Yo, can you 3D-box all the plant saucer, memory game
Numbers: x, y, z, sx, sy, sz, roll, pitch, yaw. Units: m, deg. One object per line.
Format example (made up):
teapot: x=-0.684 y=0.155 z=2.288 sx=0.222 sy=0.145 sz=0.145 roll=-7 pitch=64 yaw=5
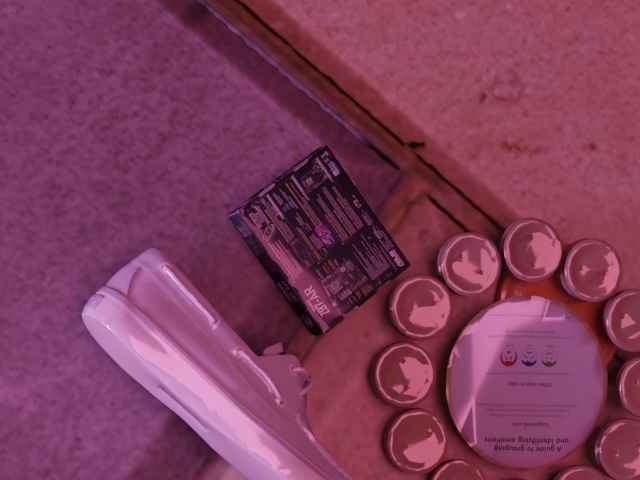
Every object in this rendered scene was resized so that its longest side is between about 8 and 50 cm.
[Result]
plant saucer: x=0.141 y=0.043 z=0.905 sx=0.083 sy=0.013 sz=0.083 roll=3 pitch=81 yaw=-22
memory game: x=0.116 y=0.079 z=0.878 sx=0.186 sy=0.012 sz=0.186 roll=0 pitch=88 yaw=-17

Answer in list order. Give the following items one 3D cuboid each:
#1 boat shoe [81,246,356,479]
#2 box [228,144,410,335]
boat shoe: x=-0.039 y=0.078 z=0.808 sx=0.184 sy=0.066 sz=0.063 roll=41 pitch=71 yaw=-2
box: x=0.000 y=0.000 z=0.853 sx=0.067 sy=0.018 sz=0.083 roll=-38 pitch=97 yaw=-21
